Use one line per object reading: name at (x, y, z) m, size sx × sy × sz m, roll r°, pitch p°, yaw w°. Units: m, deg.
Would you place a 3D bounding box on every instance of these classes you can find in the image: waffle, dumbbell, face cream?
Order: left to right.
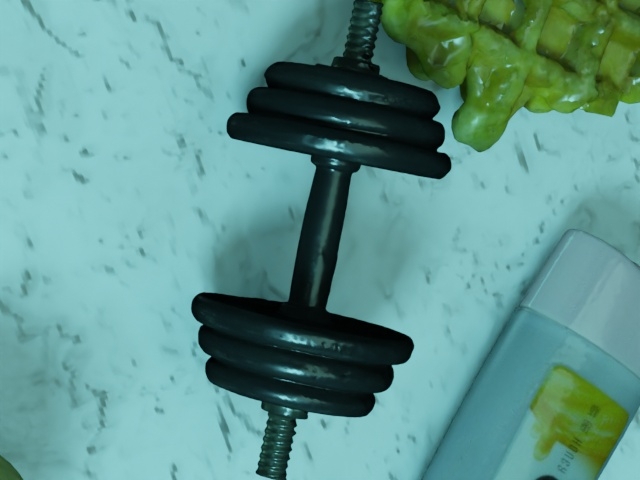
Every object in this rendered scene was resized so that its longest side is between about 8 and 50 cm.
dumbbell at (0.000, 0.000, 0.793) m, size 0.099 × 0.099 × 0.208 m, roll 10°, pitch 93°, yaw -28°
face cream at (0.101, 0.097, 0.885) m, size 0.084 × 0.057 × 0.198 m, roll 34°, pitch 83°, yaw -28°
waffle at (0.111, -0.167, 0.846) m, size 0.243 × 0.059 × 0.237 m, roll -28°, pitch 111°, yaw -22°

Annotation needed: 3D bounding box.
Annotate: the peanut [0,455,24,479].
peanut at (-0.230, 0.198, 0.686) m, size 0.319 × 0.147 × 0.147 m, roll -48°, pitch 116°, yaw -9°
